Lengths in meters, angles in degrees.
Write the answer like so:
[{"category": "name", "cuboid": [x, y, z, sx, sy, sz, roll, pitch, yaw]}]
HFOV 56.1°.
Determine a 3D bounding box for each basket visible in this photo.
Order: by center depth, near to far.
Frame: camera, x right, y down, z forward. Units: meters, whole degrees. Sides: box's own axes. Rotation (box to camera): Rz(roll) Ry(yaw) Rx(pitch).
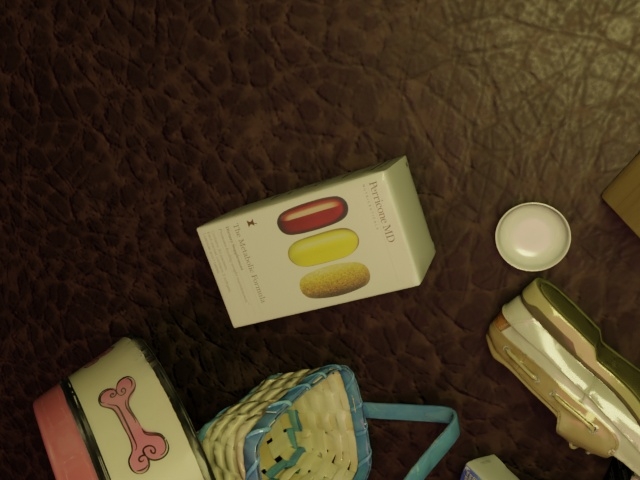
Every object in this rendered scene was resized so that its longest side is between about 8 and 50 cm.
[{"category": "basket", "cuboid": [0.004, 0.273, 0.760, 0.288, 0.254, 0.201, -9, 101, 40]}]

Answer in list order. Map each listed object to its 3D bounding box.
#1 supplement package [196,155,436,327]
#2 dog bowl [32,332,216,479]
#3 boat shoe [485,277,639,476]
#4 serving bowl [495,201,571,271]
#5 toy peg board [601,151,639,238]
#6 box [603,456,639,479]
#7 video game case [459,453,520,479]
[{"category": "supplement package", "cuboid": [0.000, 0.000, 0.741, 0.244, 0.134, 0.139, -16, 99, 22]}, {"category": "dog bowl", "cuboid": [-0.250, 0.340, 0.794, 0.408, 0.150, 0.408, 40, 140, 44]}, {"category": "boat shoe", "cuboid": [0.319, 0.187, 0.685, 0.103, 0.113, 0.302, -49, 66, 27]}, {"category": "serving bowl", "cuboid": [0.250, -0.007, 0.710, 0.083, 0.027, 0.083, 5, 106, 17]}, {"category": "toy peg board", "cuboid": [0.385, -0.059, 0.586, 0.079, 0.161, 0.161, 31, 114, -8]}, {"category": "box", "cuboid": [0.411, 0.410, 0.739, 0.169, 0.087, 0.290, 18, 110, 14]}, {"category": "video game case", "cuboid": [0.246, 0.458, 0.748, 0.244, 0.061, 0.270, 36, 121, 51]}]
